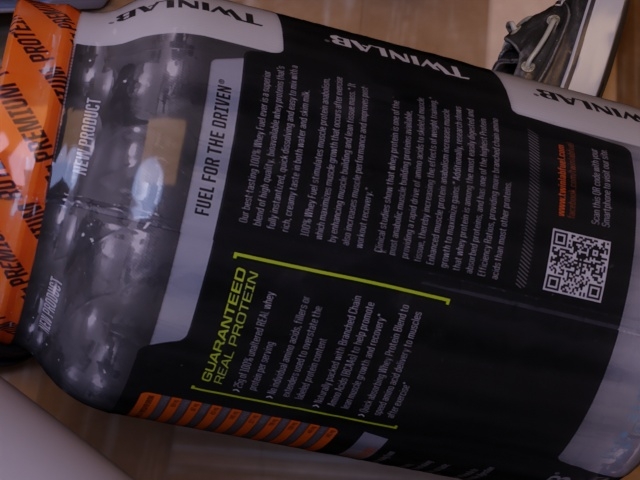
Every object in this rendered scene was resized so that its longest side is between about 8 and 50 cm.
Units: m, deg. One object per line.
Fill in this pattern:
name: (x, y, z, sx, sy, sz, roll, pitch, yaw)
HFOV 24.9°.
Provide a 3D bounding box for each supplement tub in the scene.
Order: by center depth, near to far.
supplement tub: (0.000, 0.000, 0.716, 0.338, 0.207, 0.207, 13, 60, -13)

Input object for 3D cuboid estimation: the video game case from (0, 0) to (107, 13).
video game case: (-0.271, -0.223, 0.961, 0.193, 0.023, 0.212, -12, 54, -43)

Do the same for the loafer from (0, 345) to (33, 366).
loafer: (-0.250, -0.044, 0.786, 0.302, 0.095, 0.109, 45, 58, -16)

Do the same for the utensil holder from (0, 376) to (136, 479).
utensil holder: (-0.165, 0.227, 0.591, 0.385, 0.327, 0.327, 34, 68, 24)

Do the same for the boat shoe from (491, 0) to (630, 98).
boat shoe: (0.143, -0.111, 0.894, 0.070, 0.078, 0.219, 17, 65, 12)
